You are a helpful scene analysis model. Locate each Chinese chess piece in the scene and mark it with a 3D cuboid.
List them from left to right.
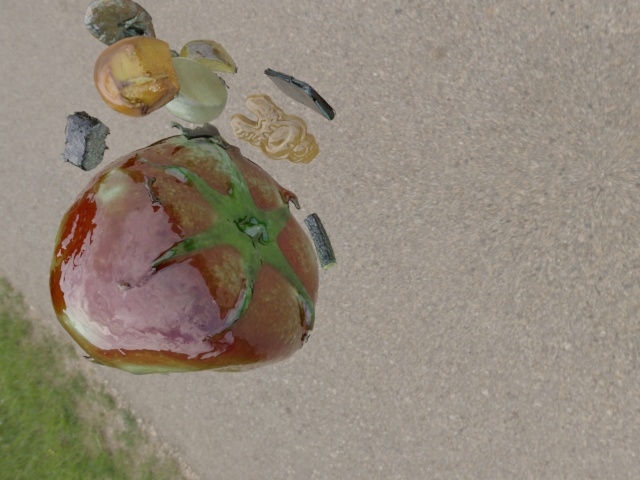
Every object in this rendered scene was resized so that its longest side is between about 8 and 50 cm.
[{"bbox_3d":[-0.411,-0.480,1.515,0.237,0.238,0.092,55,131,13],"label":"Chinese chess piece"}]

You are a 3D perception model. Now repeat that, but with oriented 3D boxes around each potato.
[{"bbox_3d":[-0.454,-0.755,1.898,0.244,0.098,0.138,4,73,5],"label":"potato"}]

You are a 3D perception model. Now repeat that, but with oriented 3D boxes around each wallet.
[{"bbox_3d":[-0.082,-0.539,1.698,0.045,0.172,0.318,-52,45,3],"label":"wallet"}]

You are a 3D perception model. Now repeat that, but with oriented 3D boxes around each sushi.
[{"bbox_3d":[-0.814,-0.353,1.641,0.115,0.147,0.212,35,134,4],"label":"sushi"}]

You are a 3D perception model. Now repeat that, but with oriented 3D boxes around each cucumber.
[{"bbox_3d":[0.000,0.000,1.492,0.058,0.058,0.187,-33,66,30],"label":"cucumber"}]

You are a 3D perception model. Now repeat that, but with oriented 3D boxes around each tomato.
[{"bbox_3d":[-0.156,0.034,0.554,0.239,0.304,0.303,-30,81,30],"label":"tomato"}]

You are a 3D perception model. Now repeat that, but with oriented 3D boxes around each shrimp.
[{"bbox_3d":[-0.761,-0.858,1.958,0.221,0.446,0.109,-38,68,18],"label":"shrimp"}]

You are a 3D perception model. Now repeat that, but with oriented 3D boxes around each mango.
[{"bbox_3d":[-0.456,-0.421,1.202,0.199,0.350,0.201,19,105,-19],"label":"mango"}]

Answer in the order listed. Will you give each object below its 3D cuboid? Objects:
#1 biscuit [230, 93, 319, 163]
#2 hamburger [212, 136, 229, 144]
[{"bbox_3d":[-0.107,-0.268,1.191,0.144,0.236,0.040,-35,38,39],"label":"biscuit"},{"bbox_3d":[-0.368,-0.237,1.474,0.282,0.155,0.245,31,148,33],"label":"hamburger"}]
